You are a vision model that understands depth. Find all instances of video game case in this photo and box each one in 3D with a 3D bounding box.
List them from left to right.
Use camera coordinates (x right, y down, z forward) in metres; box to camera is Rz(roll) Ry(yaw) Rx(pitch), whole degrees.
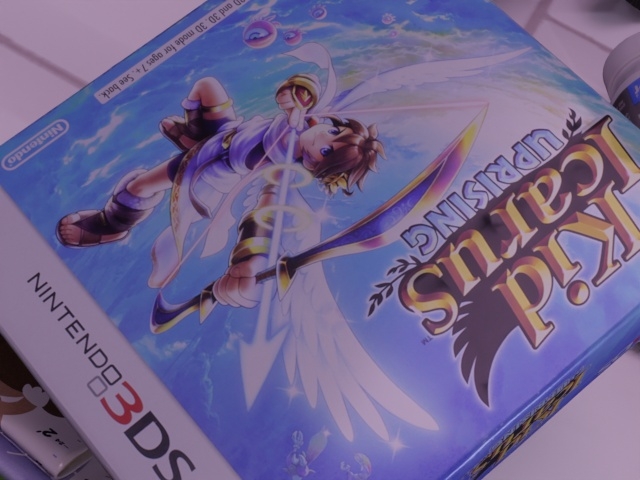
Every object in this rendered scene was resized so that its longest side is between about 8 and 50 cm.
[{"bbox_3d":[0.000,0.000,0.531,0.269,0.061,0.244,-38,69,-13],"label":"video game case"}]

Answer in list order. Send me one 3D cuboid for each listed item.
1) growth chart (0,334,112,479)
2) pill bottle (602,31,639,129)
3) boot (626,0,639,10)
[{"bbox_3d":[-0.109,0.051,0.574,0.172,0.021,0.237,30,47,7],"label":"growth chart"},{"bbox_3d":[0.228,-0.066,0.759,0.078,0.078,0.137,5,50,-17],"label":"pill bottle"},{"bbox_3d":[0.249,-0.246,0.932,0.198,0.077,0.137,-13,52,-45],"label":"boot"}]
